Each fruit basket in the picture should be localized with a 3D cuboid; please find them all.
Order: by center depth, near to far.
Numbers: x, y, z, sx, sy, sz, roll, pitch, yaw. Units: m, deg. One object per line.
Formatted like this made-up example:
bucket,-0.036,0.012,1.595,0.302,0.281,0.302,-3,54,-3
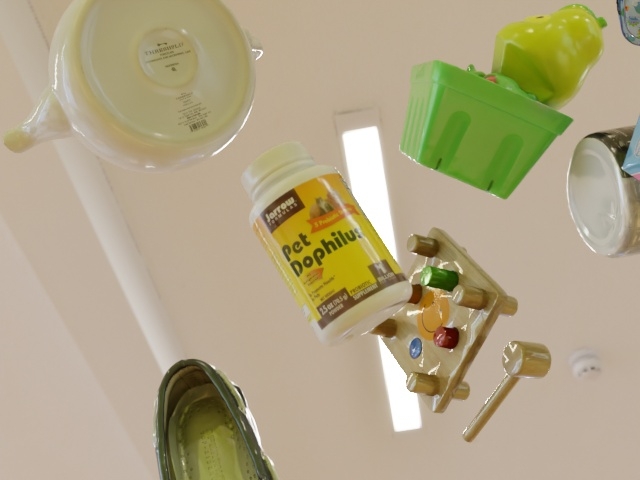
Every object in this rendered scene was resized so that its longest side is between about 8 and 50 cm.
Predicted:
fruit basket,0.314,-0.274,1.467,0.283,0.392,0.392,22,-52,-4

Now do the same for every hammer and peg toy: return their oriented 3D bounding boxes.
hammer and peg toy,0.225,0.168,1.467,0.127,0.361,0.266,14,-67,-28

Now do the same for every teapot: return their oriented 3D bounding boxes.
teapot,-0.208,-0.190,1.009,0.256,0.253,0.187,23,-19,-22

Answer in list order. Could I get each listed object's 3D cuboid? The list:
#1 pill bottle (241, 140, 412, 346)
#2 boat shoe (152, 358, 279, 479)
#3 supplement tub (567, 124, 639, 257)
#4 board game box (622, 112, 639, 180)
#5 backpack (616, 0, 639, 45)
pill bottle,0.000,0.000,0.920,0.117,0.215,0.117,-30,-15,-9
boat shoe,-0.081,0.233,0.692,0.114,0.302,0.091,-25,-42,-6
supplement tub,0.594,-0.097,1.350,0.338,0.207,0.207,-9,-47,-9
board game box,0.556,-0.119,1.080,0.316,0.242,0.064,29,-21,-16
backpack,0.475,-0.332,1.190,0.105,0.084,0.114,1,-41,25
